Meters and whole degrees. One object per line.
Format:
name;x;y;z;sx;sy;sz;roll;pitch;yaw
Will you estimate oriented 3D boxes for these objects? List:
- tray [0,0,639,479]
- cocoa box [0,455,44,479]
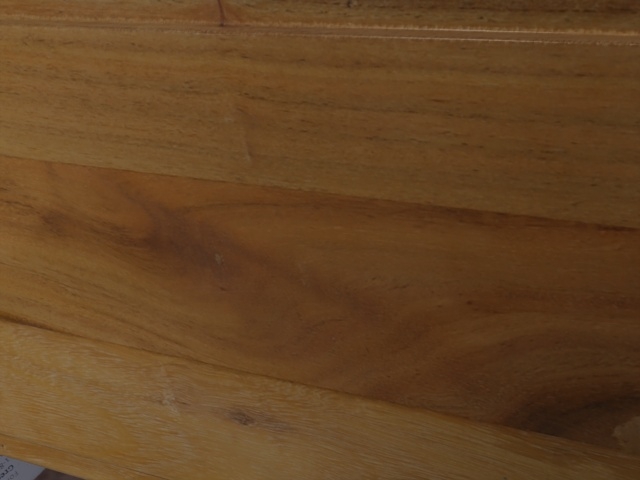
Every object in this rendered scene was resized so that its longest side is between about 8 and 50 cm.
tray;0.000;0.000;0.592;0.411;0.076;0.203;7;122;43
cocoa box;-0.296;0.048;1.199;0.228;0.231;0.347;26;62;41
